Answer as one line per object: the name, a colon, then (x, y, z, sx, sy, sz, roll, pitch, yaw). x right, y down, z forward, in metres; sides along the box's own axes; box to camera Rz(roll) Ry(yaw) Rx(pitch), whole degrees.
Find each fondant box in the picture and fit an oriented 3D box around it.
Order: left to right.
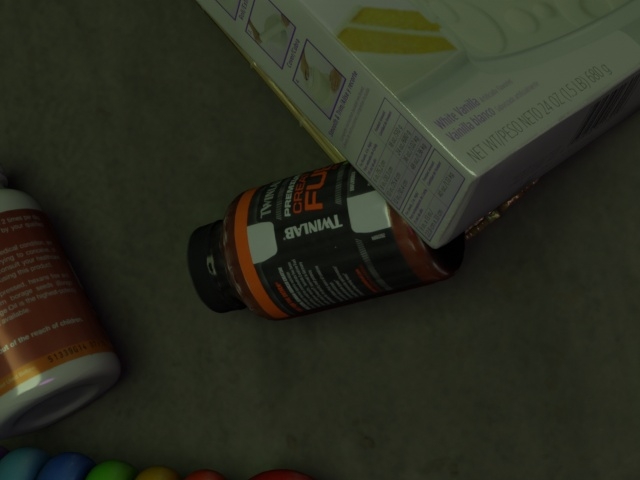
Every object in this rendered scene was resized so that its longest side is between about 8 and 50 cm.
fondant box: (0.066, -0.186, 1.015, 0.238, 0.096, 0.330, -34, 71, -29)

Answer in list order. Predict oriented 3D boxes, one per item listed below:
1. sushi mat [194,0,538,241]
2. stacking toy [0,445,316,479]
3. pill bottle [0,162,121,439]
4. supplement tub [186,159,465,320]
sushi mat: (0.041, -0.138, 1.117, 0.151, 0.019, 0.316, -42, 74, 7)
stacking toy: (-0.148, 0.216, 1.083, 0.330, 0.141, 0.141, -3, 83, 9)
pill bottle: (-0.255, 0.038, 1.128, 0.121, 0.121, 0.216, -31, 76, 11)
supplement tub: (0.000, 0.000, 1.059, 0.198, 0.106, 0.106, -16, 79, 25)
